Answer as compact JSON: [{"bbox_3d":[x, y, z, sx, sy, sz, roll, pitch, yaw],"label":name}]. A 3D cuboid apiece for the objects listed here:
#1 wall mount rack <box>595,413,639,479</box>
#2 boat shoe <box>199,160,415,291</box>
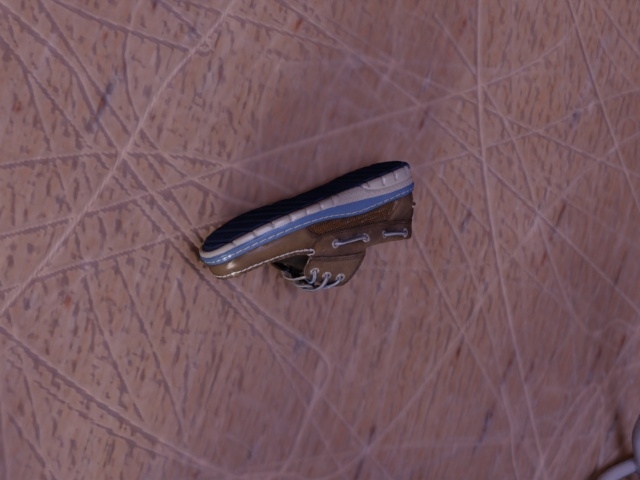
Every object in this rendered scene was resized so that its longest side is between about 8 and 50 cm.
[{"bbox_3d":[0.366,0.158,1.382,0.350,0.130,0.304,-18,100,-34],"label":"wall mount rack"},{"bbox_3d":[0.000,0.000,1.172,0.183,0.066,0.066,-22,103,-32],"label":"boat shoe"}]
